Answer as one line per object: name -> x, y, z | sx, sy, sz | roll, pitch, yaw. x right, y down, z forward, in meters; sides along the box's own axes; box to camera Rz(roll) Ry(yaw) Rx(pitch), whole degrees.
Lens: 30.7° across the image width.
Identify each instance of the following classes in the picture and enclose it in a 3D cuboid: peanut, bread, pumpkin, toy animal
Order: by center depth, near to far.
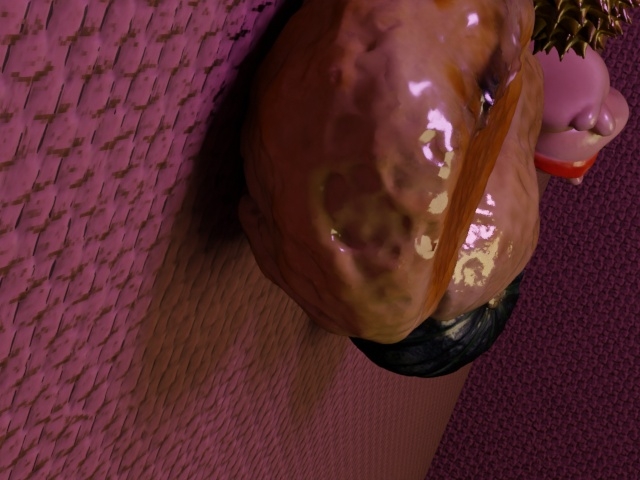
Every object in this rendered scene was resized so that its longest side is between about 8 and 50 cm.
bread -> 0.033, -0.062, 0.670 | 0.244, 0.134, 0.244 | 21, 90, -76
peanut -> 0.107, -0.061, 0.900 | 0.149, 0.149, 0.313 | 99, 5, -47
pumpkin -> 0.099, 0.028, 1.030 | 0.194, 0.150, 0.194 | -56, 164, -25
toy animal -> 0.282, -0.160, 1.410 | 0.171, 0.171, 0.198 | -62, 164, -17

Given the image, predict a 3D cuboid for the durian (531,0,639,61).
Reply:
durian -> 0.137, -0.211, 0.788 | 0.137, 0.193, 0.237 | -20, 157, -33
